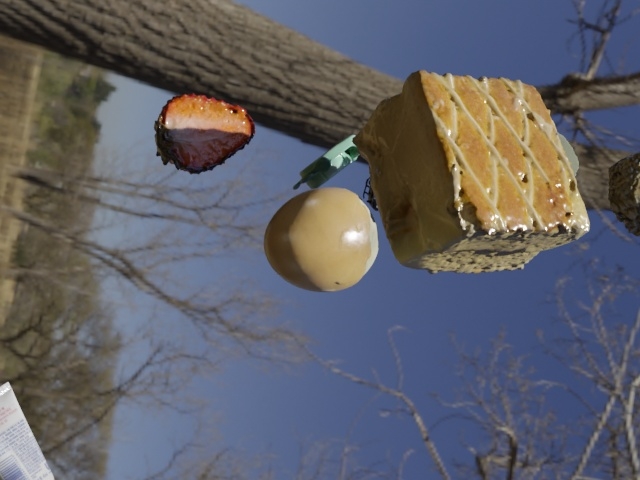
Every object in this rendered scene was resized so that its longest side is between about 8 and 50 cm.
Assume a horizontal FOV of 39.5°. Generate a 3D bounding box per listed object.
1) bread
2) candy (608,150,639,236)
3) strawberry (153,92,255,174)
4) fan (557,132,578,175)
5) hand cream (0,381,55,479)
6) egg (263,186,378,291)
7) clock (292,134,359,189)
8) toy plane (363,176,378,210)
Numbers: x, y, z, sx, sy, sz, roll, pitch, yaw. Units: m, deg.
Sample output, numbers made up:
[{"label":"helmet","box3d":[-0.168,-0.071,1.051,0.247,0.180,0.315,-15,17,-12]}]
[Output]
[{"label":"bread","box3d":[0.307,-0.131,1.858,0.279,0.370,0.390,-48,-127,50]},{"label":"candy","box3d":[0.454,-0.065,1.266,0.085,0.095,0.110,-34,-158,45]},{"label":"strawberry","box3d":[-0.279,-0.248,2.103,0.111,0.236,0.190,166,-87,-69]},{"label":"fan","box3d":[0.498,-0.120,2.009,0.010,0.182,0.310,87,5,-65]},{"label":"hand cream","box3d":[-0.581,0.404,1.670,0.083,0.133,0.248,-25,-86,37]},{"label":"egg","box3d":[0.000,0.000,1.683,0.201,0.244,0.201,8,-79,46]},{"label":"clock","box3d":[0.014,-0.183,2.214,0.188,0.060,0.148,-38,-175,-20]},{"label":"toy plane","box3d":[0.163,-0.148,2.258,0.053,0.078,0.197,52,-47,51]}]
